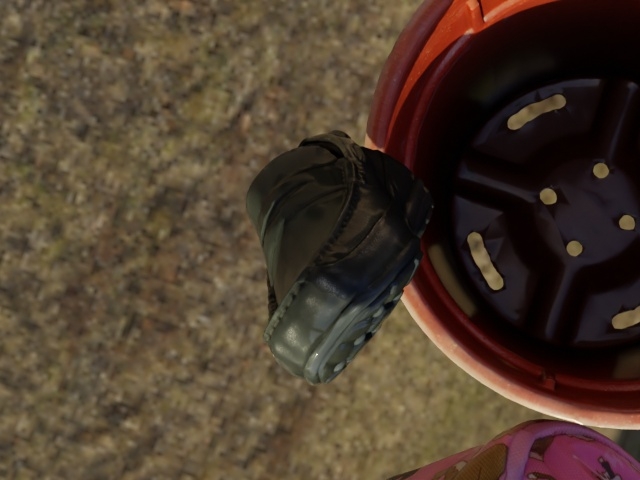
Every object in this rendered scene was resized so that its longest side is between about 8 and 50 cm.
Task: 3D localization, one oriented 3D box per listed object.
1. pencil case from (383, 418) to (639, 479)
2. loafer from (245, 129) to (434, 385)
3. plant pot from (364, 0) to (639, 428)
[{"bbox_3d":[0.037,0.240,0.858,0.167,0.386,0.160,17,52,-38],"label":"pencil case"},{"bbox_3d":[0.000,0.000,0.623,0.076,0.078,0.223,-54,-177,16],"label":"loafer"},{"bbox_3d":[0.170,-0.030,0.866,0.265,0.272,0.272,37,70,-83],"label":"plant pot"}]
